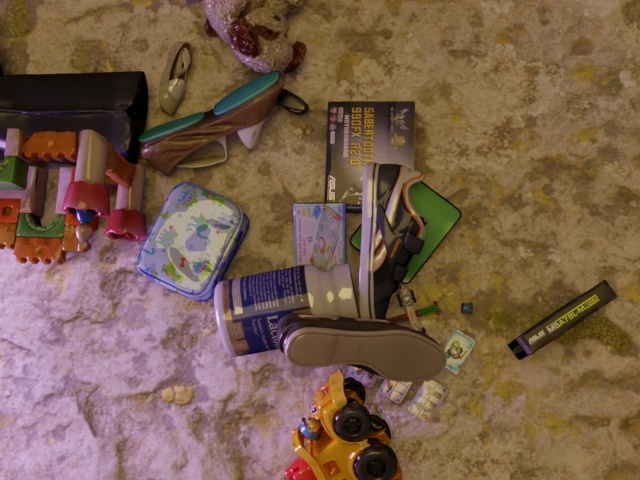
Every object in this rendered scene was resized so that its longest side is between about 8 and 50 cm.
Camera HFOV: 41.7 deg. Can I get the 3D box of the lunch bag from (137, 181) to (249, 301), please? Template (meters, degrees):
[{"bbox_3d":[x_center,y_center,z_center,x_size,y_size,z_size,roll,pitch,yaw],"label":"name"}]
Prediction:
[{"bbox_3d":[-0.256,0.006,1.716,0.176,0.090,0.218,23,81,12],"label":"lunch bag"}]

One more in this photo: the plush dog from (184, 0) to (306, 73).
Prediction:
[{"bbox_3d":[-0.145,-0.443,1.760,0.210,0.262,0.225,-44,63,30],"label":"plush dog"}]

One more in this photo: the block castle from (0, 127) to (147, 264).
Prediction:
[{"bbox_3d":[-0.593,-0.077,1.663,0.454,0.303,0.212,1,78,7],"label":"block castle"}]

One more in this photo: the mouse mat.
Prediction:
[{"bbox_3d":[0.169,-0.026,1.680,0.153,0.007,0.189,37,100,0],"label":"mouse mat"}]

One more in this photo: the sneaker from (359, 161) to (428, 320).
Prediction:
[{"bbox_3d":[0.139,0.012,1.612,0.128,0.126,0.320,3,92,7],"label":"sneaker"}]

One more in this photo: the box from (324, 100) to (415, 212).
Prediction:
[{"bbox_3d":[0.103,-0.171,1.734,0.183,0.056,0.230,1,78,7],"label":"box"}]

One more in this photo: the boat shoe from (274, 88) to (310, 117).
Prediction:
[{"bbox_3d":[-0.080,-0.302,1.792,0.125,0.038,0.046,32,83,12],"label":"boat shoe"}]

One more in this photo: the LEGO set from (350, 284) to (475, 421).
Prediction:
[{"bbox_3d":[0.197,0.205,1.657,0.183,0.060,0.244,30,89,5],"label":"LEGO set"}]

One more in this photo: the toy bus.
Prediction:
[{"bbox_3d":[0.018,0.379,1.554,0.212,0.149,0.220,-28,104,7],"label":"toy bus"}]

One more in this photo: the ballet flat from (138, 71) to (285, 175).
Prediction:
[{"bbox_3d":[-0.209,-0.229,1.753,0.343,0.116,0.124,-25,116,6],"label":"ballet flat"}]

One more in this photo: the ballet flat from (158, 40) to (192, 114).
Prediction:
[{"bbox_3d":[-0.311,-0.355,1.815,0.052,0.057,0.168,-6,73,42],"label":"ballet flat"}]

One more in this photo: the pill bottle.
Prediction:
[{"bbox_3d":[-0.062,0.129,1.635,0.265,0.153,0.153,-12,76,4],"label":"pill bottle"}]

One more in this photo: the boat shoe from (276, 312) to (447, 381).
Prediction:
[{"bbox_3d":[0.078,0.187,1.561,0.335,0.095,0.112,10,112,-24],"label":"boat shoe"}]

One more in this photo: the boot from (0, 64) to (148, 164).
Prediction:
[{"bbox_3d":[-0.591,-0.344,1.800,0.446,0.146,0.366,2,86,10],"label":"boot"}]

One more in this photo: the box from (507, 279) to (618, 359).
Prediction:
[{"bbox_3d":[0.443,0.151,1.557,0.184,0.190,0.045,-36,77,-2],"label":"box"}]

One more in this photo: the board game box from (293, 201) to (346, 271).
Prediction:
[{"bbox_3d":[0.000,0.000,1.693,0.104,0.026,0.154,0,100,6],"label":"board game box"}]
